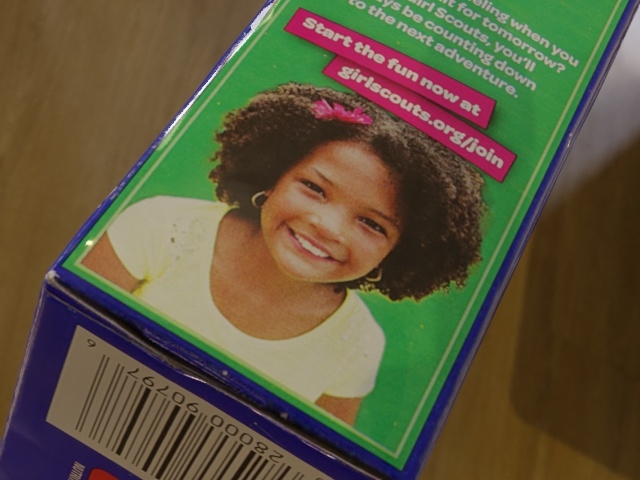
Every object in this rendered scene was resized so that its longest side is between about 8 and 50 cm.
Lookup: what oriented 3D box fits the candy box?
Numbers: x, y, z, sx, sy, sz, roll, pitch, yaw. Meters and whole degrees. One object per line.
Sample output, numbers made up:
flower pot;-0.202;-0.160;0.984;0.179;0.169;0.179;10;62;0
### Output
candy box;0.000;0.000;0.497;0.122;0.268;0.317;30;53;-1
